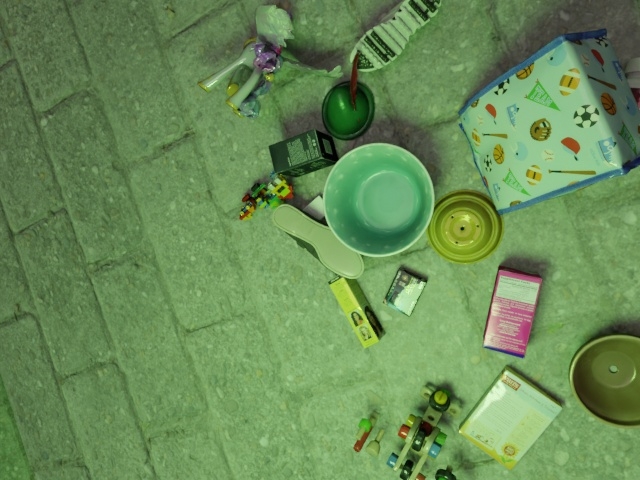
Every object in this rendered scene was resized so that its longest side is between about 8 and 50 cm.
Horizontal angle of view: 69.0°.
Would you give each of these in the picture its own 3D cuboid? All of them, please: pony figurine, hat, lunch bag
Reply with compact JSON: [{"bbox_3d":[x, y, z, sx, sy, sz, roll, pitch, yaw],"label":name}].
[{"bbox_3d":[-0.159,-0.539,1.381,0.363,0.303,0.351,-52,51,2],"label":"pony figurine"},{"bbox_3d":[0.055,-0.407,1.353,0.173,0.183,0.208,3,95,20],"label":"hat"},{"bbox_3d":[0.540,-0.262,1.142,0.385,0.239,0.327,-29,81,58],"label":"lunch bag"}]

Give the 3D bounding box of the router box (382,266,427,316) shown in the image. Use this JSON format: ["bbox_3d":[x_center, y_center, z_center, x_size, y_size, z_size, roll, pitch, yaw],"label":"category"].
[{"bbox_3d":[0.254,0.155,1.399,0.092,0.038,0.122,26,102,16],"label":"router box"}]

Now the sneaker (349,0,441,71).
[{"bbox_3d":[0.206,-0.596,1.323,0.292,0.118,0.110,-38,113,15],"label":"sneaker"}]

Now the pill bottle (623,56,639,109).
[{"bbox_3d":[0.767,-0.319,1.135,0.121,0.121,0.221,16,99,18],"label":"pill bottle"}]

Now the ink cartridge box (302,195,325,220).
[{"bbox_3d":[-0.023,-0.085,1.487,0.115,0.029,0.062,-39,81,20],"label":"ink cartridge box"}]

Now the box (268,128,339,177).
[{"bbox_3d":[-0.048,-0.261,1.416,0.158,0.156,0.093,-16,88,20],"label":"box"}]

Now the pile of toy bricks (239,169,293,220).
[{"bbox_3d":[-0.162,-0.134,1.502,0.105,0.118,0.212,37,121,-27],"label":"pile of toy bricks"}]

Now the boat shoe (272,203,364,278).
[{"bbox_3d":[0.000,0.000,1.426,0.335,0.095,0.112,36,89,14],"label":"boat shoe"}]

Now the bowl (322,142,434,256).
[{"bbox_3d":[0.179,-0.116,1.341,0.312,0.163,0.311,2,95,20],"label":"bowl"}]

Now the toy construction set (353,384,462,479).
[{"bbox_3d":[0.274,0.549,1.368,0.309,0.237,0.257,2,125,36],"label":"toy construction set"}]

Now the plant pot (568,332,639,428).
[{"bbox_3d":[0.762,0.344,1.192,0.238,0.110,0.237,2,95,19],"label":"plant pot"}]

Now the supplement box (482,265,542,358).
[{"bbox_3d":[0.520,0.189,1.267,0.114,0.111,0.219,13,98,19],"label":"supplement box"}]

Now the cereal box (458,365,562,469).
[{"bbox_3d":[0.533,0.501,1.319,0.173,0.047,0.240,35,104,14],"label":"cereal box"}]

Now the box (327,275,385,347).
[{"bbox_3d":[0.112,0.207,1.431,0.058,0.087,0.232,-32,84,21],"label":"box"}]

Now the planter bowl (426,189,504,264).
[{"bbox_3d":[0.400,-0.035,1.306,0.217,0.090,0.217,2,95,20],"label":"planter bowl"}]
